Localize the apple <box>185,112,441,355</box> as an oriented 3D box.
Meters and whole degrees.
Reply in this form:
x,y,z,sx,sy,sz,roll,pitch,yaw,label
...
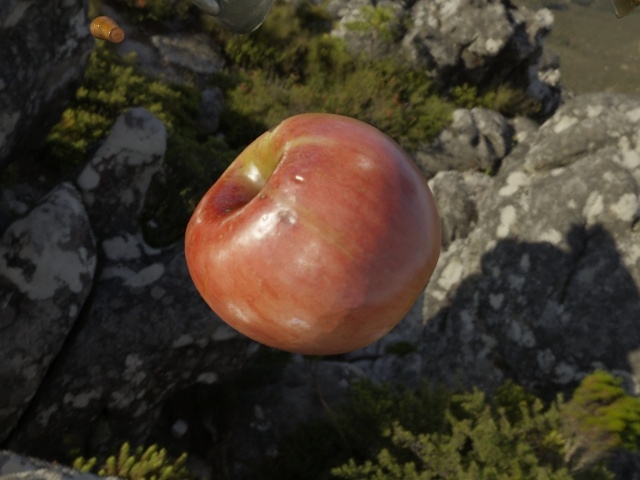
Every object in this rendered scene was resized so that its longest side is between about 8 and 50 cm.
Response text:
x,y,z,sx,sy,sz,roll,pitch,yaw,label
0.000,0.000,1.163,0.364,0.364,0.363,19,49,-24,apple

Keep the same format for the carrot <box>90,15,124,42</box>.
x,y,z,sx,sy,sz,roll,pitch,yaw,label
-0.275,-0.272,1.004,0.032,0.032,0.093,9,15,-31,carrot

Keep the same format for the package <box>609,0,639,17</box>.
x,y,z,sx,sy,sz,roll,pitch,yaw,label
0.381,-0.359,1.010,0.071,0.047,0.131,35,39,-42,package

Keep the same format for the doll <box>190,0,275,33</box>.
x,y,z,sx,sy,sz,roll,pitch,yaw,label
-0.123,-0.551,1.440,0.215,0.226,0.370,41,84,-17,doll
